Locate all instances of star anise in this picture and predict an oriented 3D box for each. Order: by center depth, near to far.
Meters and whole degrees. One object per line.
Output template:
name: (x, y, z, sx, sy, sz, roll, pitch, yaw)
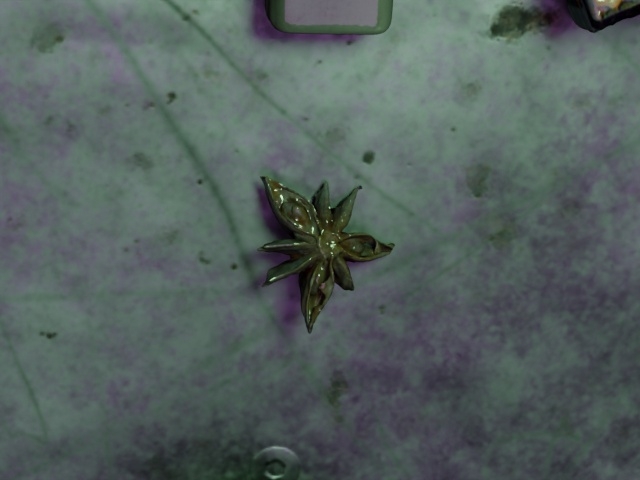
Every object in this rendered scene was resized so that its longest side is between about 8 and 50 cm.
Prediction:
star anise: (-0.009, -0.006, 1.435, 0.124, 0.056, 0.129, -45, 107, -16)

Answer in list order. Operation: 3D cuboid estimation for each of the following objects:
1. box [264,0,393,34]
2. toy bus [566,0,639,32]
box: (0.012, -0.285, 1.327, 0.103, 0.055, 0.243, 0, 111, -8)
toy bus: (0.336, -0.277, 1.348, 0.317, 0.112, 0.138, -24, 102, 1)
